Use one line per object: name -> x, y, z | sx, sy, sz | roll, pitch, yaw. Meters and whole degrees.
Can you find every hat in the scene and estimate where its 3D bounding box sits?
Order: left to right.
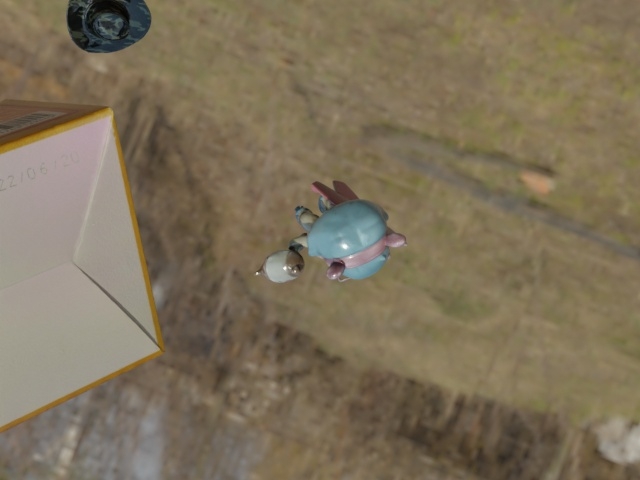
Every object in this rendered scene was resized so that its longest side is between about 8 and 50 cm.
hat -> -0.285, -0.297, 2.117 | 0.121, 0.121, 0.050 | 25, -163, -33

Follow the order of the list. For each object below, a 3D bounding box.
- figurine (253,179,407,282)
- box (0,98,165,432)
figurine -> 0.002, -0.014, 2.064 | 0.205, 0.103, 0.260 | -19, -161, -9
box -> -0.338, 0.028, 1.470 | 0.283, 0.259, 0.214 | -24, -157, -37
